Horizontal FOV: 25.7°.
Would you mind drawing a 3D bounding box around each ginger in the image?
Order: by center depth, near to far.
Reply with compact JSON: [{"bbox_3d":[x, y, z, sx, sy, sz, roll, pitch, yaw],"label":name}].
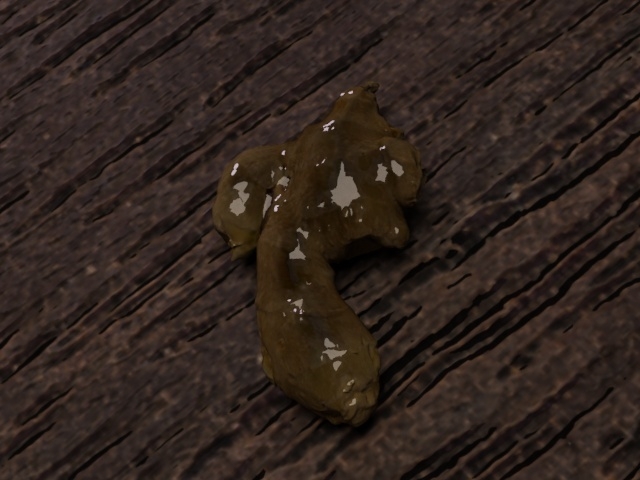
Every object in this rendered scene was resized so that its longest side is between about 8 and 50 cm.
[{"bbox_3d":[0.010,0.003,0.828,0.133,0.059,0.214,-22,57,5],"label":"ginger"}]
